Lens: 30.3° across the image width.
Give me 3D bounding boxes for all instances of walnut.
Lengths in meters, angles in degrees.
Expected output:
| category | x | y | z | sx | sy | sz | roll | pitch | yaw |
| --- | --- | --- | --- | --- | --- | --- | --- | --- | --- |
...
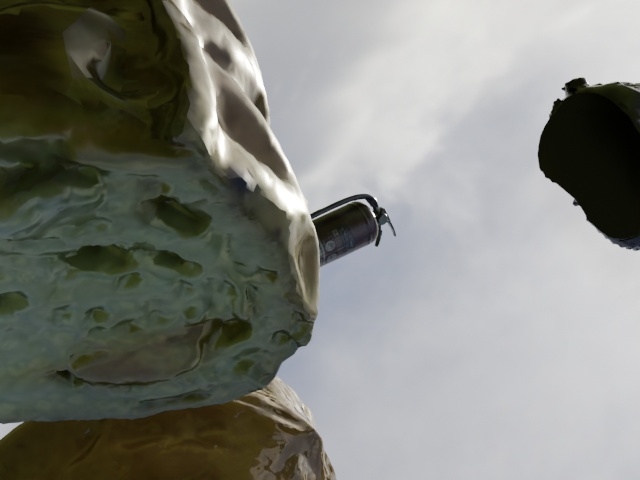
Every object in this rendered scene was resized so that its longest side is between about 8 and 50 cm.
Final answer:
| category | x | y | z | sx | sy | sz | roll | pitch | yaw |
| --- | --- | --- | --- | --- | --- | --- | --- | --- | --- |
| walnut | -0.106 | 0.185 | 0.752 | 0.261 | 0.225 | 0.225 | -31 | -150 | 17 |

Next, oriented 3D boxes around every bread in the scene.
| category | x | y | z | sx | sy | sz | roll | pitch | yaw |
| --- | --- | --- | --- | --- | --- | --- | --- | --- | --- |
| bread | -0.121 | -0.054 | 0.557 | 0.196 | 0.238 | 0.252 | 107 | -31 | -43 |

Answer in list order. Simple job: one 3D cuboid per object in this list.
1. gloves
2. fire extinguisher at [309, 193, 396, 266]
| category | x | y | z | sx | sy | sz | roll | pitch | yaw |
| --- | --- | --- | --- | --- | --- | --- | --- | --- | --- |
| gloves | 0.240 | -0.049 | 0.784 | 0.129 | 0.181 | 0.106 | 19 | -73 | 46 |
| fire extinguisher | 0.000 | 0.000 | 1.056 | 0.158 | 0.064 | 0.043 | -26 | -146 | -25 |
